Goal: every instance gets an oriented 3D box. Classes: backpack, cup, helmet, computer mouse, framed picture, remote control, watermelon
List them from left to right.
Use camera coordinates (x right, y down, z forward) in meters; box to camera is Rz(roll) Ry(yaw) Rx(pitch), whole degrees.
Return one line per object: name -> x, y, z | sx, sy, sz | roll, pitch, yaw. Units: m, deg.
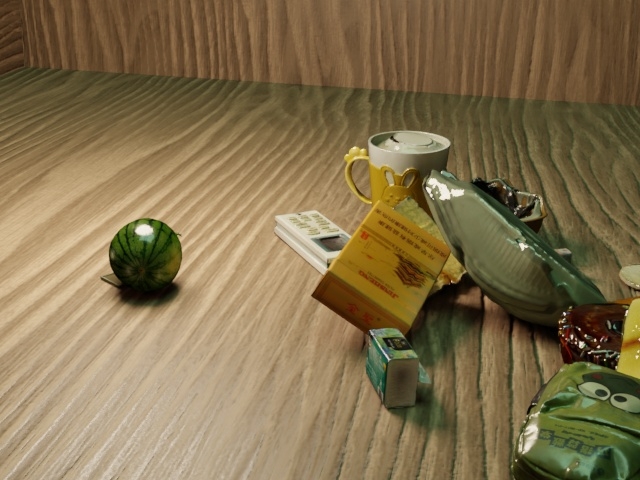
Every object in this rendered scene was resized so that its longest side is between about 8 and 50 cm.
framed picture -> -0.383, 0.072, 1.950 | 0.066, 0.007, 0.089 | 20, 27, 41
watermelon -> -0.334, 0.022, 1.903 | 0.140, 0.141, 0.187 | 2, 18, 1
remote control -> 0.000, 0.000, 2.099 | 0.102, 0.056, 0.277 | -9, 22, -23
cup -> 0.171, -0.133, 2.227 | 0.241, 0.226, 0.185 | 7, 22, 18
helmet -> 0.382, -0.042, 2.136 | 0.198, 0.130, 0.224 | -13, 35, -24
computer mouse -> 0.338, 0.032, 1.823 | 0.429, 0.145, 0.228 | 46, 17, 29
backpack -> 0.360, 0.274, 1.285 | 0.207, 0.140, 0.253 | 14, 30, 30

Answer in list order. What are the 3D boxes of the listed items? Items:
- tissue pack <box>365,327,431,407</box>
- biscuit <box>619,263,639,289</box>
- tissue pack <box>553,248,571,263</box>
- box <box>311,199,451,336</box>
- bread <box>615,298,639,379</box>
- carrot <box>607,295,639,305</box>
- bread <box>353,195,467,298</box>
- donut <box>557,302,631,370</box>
tissue pack -> 0.122, 0.197, 1.537 | 0.079, 0.085, 0.111 | -2, 20, -13
biscuit -> 0.682, 0.077, 1.992 | 0.152, 0.020, 0.152 | 1, 21, 0
tissue pack -> 0.465, 0.049, 1.989 | 0.083, 0.063, 0.035 | -3, 18, -10
box -> 0.116, 0.056, 1.765 | 0.174, 0.076, 0.274 | 33, 37, 3
bread -> 0.543, 0.159, 1.366 | 0.163, 0.168, 0.264 | 21, -18, -5
carrot -> 0.589, 0.115, 1.703 | 0.069, 0.069, 0.336 | -8, -4, -25
bread -> 0.193, 0.019, 1.940 | 0.178, 0.136, 0.240 | 13, 26, 32
donut -> 0.493, 0.179, 1.597 | 0.230, 0.096, 0.216 | -10, 22, -29
